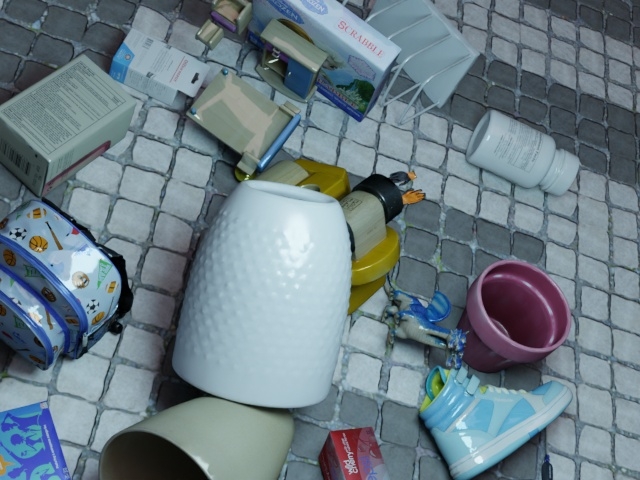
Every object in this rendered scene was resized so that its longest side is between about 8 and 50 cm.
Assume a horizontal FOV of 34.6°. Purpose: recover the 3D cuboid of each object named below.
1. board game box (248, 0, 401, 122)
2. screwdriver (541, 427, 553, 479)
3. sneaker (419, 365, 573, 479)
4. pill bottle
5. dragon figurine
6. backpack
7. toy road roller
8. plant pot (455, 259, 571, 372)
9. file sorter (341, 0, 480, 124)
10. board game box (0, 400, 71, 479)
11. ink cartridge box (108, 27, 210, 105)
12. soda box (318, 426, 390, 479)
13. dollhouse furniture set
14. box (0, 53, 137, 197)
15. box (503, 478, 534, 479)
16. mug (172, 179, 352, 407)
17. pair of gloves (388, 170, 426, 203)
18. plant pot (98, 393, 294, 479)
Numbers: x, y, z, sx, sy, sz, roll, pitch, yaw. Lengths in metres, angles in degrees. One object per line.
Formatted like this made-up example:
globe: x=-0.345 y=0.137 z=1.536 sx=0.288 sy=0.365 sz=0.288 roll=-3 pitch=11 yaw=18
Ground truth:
board game box: x=-0.002 y=-0.409 z=2.138 sx=0.319 sy=0.318 sz=0.066 roll=37 pitch=76 yaw=3
screwdriver: x=0.441 y=0.404 z=1.992 sx=0.025 sy=0.024 sz=0.170 roll=3 pitch=51 yaw=14
sneaker: x=0.323 y=0.296 z=1.946 sx=0.319 sy=0.127 sz=0.208 roll=-26 pitch=73 yaw=-34
pill bottle: x=0.455 y=-0.191 z=2.307 sx=0.229 sy=0.131 sz=0.131 roll=24 pitch=53 yaw=-8
dragon figurine: x=0.198 y=0.146 z=1.991 sx=0.144 sy=0.085 sz=0.289 roll=7 pitch=27 yaw=-12
backpack: x=-0.451 y=0.065 z=1.674 sx=0.276 sy=0.263 sz=0.213 roll=35 pitch=53 yaw=0
toy road roller: x=0.000 y=0.000 z=1.982 sx=0.330 sy=0.240 sz=0.202 roll=19 pitch=43 yaw=37
plant pot: x=0.357 y=0.165 z=2.008 sx=0.201 sy=0.180 sz=0.201 roll=11 pitch=56 yaw=-16
file sorter: x=0.173 y=-0.425 z=2.300 sx=0.173 sy=0.193 sz=0.277 roll=-33 pitch=76 yaw=-33
board game box: x=-0.509 y=0.353 z=1.600 sx=0.210 sy=0.047 sz=0.160 roll=-12 pitch=65 yaw=-28
ink cartridge box: x=-0.331 y=-0.348 z=2.116 sx=0.180 sy=0.060 sz=0.104 roll=26 pitch=53 yaw=-6
soda box: x=0.076 y=0.449 z=1.730 sx=0.084 sy=0.092 sz=0.263 roll=-2 pitch=49 yaw=-21
dollhouse furniture set: x=-0.172 y=-0.297 z=2.124 sx=0.286 sy=0.198 sz=0.303 roll=34 pitch=76 yaw=1
box: x=-0.484 y=-0.216 z=1.924 sx=0.149 sy=0.127 sz=0.232 roll=42 pitch=53 yaw=6
box: x=0.301 y=0.611 z=1.626 sx=0.312 sy=0.179 sz=0.343 roll=48 pitch=49 yaw=-24
mug: x=-0.103 y=0.063 z=1.765 sx=0.276 sy=0.374 sz=0.328 roll=7 pitch=102 yaw=-25
pair of gloves: x=0.188 y=-0.116 z=2.221 sx=0.074 sy=0.010 sz=0.083 roll=-14 pitch=65 yaw=-30
plant pot: x=-0.166 y=0.349 z=1.648 sx=0.256 sy=0.256 sz=0.274 roll=45 pitch=38 yaw=9
